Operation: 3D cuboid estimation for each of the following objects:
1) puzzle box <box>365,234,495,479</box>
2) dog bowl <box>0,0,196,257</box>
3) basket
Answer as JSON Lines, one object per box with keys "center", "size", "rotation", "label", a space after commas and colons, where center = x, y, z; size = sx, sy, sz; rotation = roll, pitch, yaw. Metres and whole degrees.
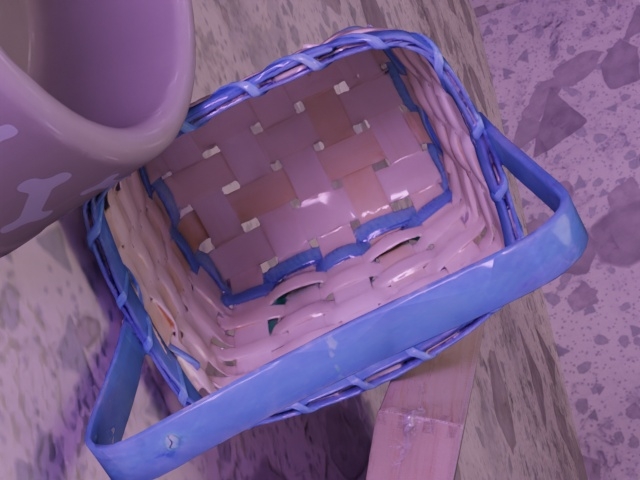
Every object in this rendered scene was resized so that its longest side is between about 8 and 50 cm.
{"center": [0.077, 0.170, 0.881], "size": [0.409, 0.052, 0.272], "rotation": [-51, 152, -71], "label": "puzzle box"}
{"center": [-0.169, -0.167, 0.533], "size": [0.349, 0.102, 0.349], "rotation": [-17, 90, -73], "label": "dog bowl"}
{"center": [0.000, 0.000, 0.653], "size": [0.201, 0.254, 0.289], "rotation": [62, 9, -18], "label": "basket"}
